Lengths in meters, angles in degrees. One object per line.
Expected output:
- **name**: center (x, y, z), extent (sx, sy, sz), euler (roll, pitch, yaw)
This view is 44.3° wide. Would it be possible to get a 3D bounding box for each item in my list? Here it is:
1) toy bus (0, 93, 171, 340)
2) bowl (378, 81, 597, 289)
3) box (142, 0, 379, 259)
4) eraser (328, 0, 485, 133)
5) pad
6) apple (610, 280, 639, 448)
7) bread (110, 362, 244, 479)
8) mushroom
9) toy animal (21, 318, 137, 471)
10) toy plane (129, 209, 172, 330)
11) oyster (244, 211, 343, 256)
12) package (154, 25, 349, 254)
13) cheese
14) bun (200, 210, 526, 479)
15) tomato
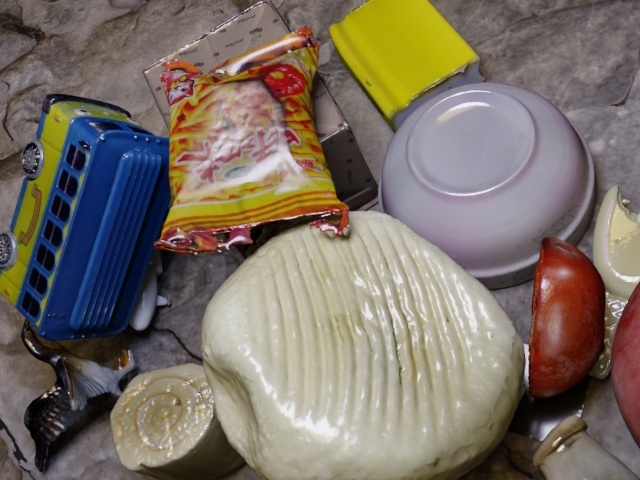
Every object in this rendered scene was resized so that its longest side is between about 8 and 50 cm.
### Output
- **toy bus**: center (-0.311, -0.031, 1.040), extent (0.175, 0.138, 0.287), euler (32, 108, 36)
- **bowl**: center (0.204, -0.091, 1.019), extent (0.287, 0.144, 0.286), euler (-9, 62, 17)
- **box**: center (-0.085, -0.152, 1.134), extent (0.225, 0.190, 0.297), euler (-30, 58, 3)
- **eraser**: center (0.125, -0.280, 1.188), extent (0.158, 0.069, 0.226), euler (-32, 57, 0)
- **pad**: center (0.239, 0.176, 0.951), extent (0.157, 0.003, 0.112), euler (14, 70, 26)
- **apple**: center (0.463, 0.131, 0.751), extent (0.345, 0.269, 0.344), euler (-19, 39, 16)
- **bread**: center (-0.172, 0.232, 0.996), extent (0.148, 0.141, 0.134), euler (-27, 59, 5)
- **mushroom**: center (0.319, 0.343, 0.787), extent (0.110, 0.097, 0.351), euler (-21, 55, 7)
- **toy animal**: center (-0.336, 0.190, 1.079), extent (0.272, 0.160, 0.197), euler (-49, 57, 38)
- **toy plane**: center (-0.277, 0.009, 1.164), extent (0.251, 0.101, 0.255), euler (-34, 67, 45)
- **oyster**: center (0.000, 0.000, 1.050), extent (0.191, 0.163, 0.081), euler (-31, 37, -26)
- **package**: center (-0.085, -0.116, 0.945), extent (0.224, 0.108, 0.287), euler (-9, 67, 9)
- **cheese**: center (0.361, 0.052, 0.940), extent (0.127, 0.050, 0.235), euler (23, 79, 31)
- **bun**: center (0.045, 0.146, 0.902), extent (0.353, 0.227, 0.348), euler (-4, 51, -4)
- **tomato**: center (0.280, 0.090, 0.894), extent (0.082, 0.166, 0.174), euler (5, 103, 13)
